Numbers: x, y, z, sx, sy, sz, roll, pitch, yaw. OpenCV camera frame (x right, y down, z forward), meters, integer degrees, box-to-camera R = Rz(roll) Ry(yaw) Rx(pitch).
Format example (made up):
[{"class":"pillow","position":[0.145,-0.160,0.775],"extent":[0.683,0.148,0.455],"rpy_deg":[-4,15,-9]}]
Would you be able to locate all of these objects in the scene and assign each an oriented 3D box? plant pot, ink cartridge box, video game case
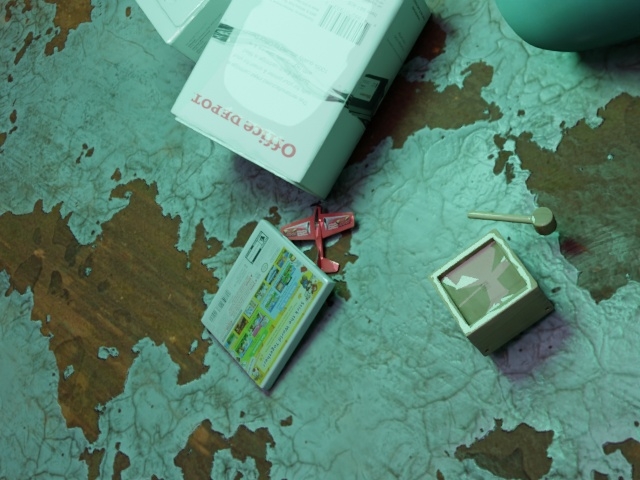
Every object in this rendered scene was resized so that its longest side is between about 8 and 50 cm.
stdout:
[{"class":"plant pot","position":[0.391,-0.415,1.506],"extent":[0.235,0.293,0.293],"rpy_deg":[-23,60,42]},{"class":"ink cartridge box","position":[-0.033,-0.311,1.785],"extent":[0.285,0.166,0.395],"rpy_deg":[30,91,20]},{"class":"video game case","position":[-0.097,0.110,1.783],"extent":[0.206,0.026,0.227],"rpy_deg":[42,106,38]},{"class":"ink cartridge box","position":[-0.198,-0.427,1.947],"extent":[0.168,0.233,0.171],"rpy_deg":[-46,53,12]}]

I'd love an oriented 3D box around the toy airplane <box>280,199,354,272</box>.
[{"class":"toy airplane","position":[0.000,0.000,1.774],"extent":[0.151,0.028,0.151],"rpy_deg":[-11,67,28]}]

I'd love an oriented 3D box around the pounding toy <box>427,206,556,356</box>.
[{"class":"pounding toy","position":[0.276,0.038,1.530],"extent":[0.206,0.094,0.181],"rpy_deg":[-36,50,8]}]
